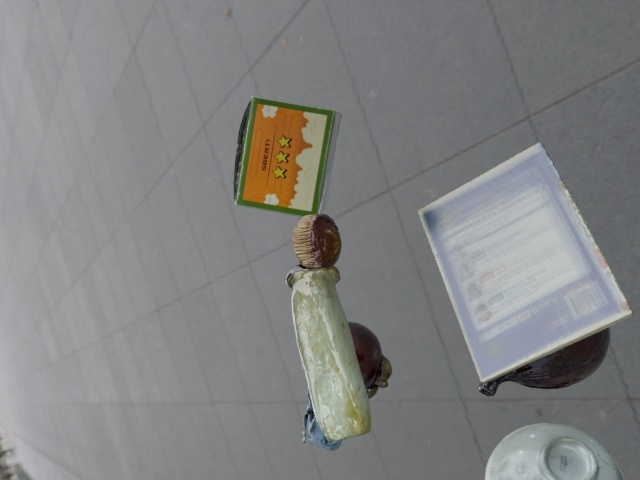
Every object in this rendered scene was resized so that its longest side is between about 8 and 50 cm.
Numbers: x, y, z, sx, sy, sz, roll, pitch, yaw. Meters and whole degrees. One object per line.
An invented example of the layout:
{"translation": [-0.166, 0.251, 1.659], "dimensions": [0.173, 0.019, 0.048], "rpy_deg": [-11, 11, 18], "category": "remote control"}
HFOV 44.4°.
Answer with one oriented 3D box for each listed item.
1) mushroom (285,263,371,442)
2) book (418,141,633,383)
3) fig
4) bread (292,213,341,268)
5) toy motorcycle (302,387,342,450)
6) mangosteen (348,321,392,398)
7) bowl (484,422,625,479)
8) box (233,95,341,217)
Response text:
{"translation": [0.012, 0.187, 1.349], "dimensions": [0.100, 0.081, 0.312], "rpy_deg": [-16, 81, 20], "category": "mushroom"}
{"translation": [0.284, 0.025, 1.151], "dimensions": [0.018, 0.228, 0.322], "rpy_deg": [38, -150, -46], "category": "book"}
{"translation": [0.338, 0.138, 1.246], "dimensions": [0.235, 0.214, 0.235], "rpy_deg": [23, 135, 24], "category": "fig"}
{"translation": [0.000, 0.000, 1.125], "dimensions": [0.053, 0.085, 0.085], "rpy_deg": [-9, 98, 28], "category": "bread"}
{"translation": [0.027, 0.439, 2.088], "dimensions": [0.154, 0.206, 0.260], "rpy_deg": [18, 132, 11], "category": "toy motorcycle"}
{"translation": [0.064, 0.268, 1.682], "dimensions": [0.200, 0.200, 0.200], "rpy_deg": [41, 139, 49], "category": "mangosteen"}
{"translation": [0.518, 0.501, 1.671], "dimensions": [0.313, 0.313, 0.146], "rpy_deg": [54, 158, 35], "category": "bowl"}
{"translation": [-0.053, -0.141, 1.311], "dimensions": [0.195, 0.148, 0.177], "rpy_deg": [-64, -16, -81], "category": "box"}
